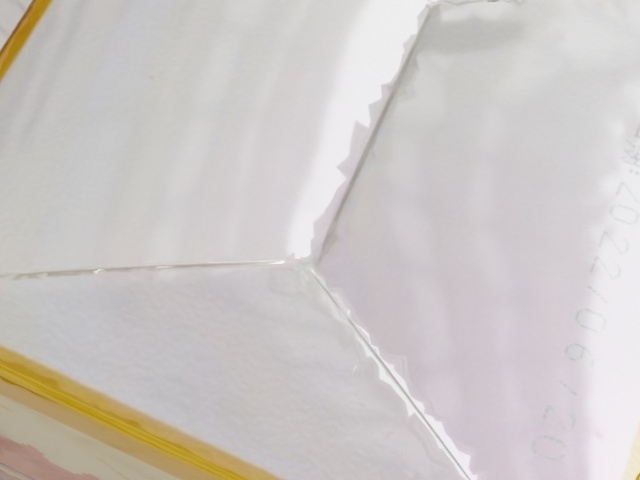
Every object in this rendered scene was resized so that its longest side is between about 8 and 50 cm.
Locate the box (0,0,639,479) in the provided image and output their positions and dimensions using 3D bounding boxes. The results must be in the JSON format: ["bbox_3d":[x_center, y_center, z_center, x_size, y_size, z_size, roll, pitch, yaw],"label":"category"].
[{"bbox_3d":[0.000,0.000,0.548,0.259,0.214,0.283,24,62,1],"label":"box"}]
